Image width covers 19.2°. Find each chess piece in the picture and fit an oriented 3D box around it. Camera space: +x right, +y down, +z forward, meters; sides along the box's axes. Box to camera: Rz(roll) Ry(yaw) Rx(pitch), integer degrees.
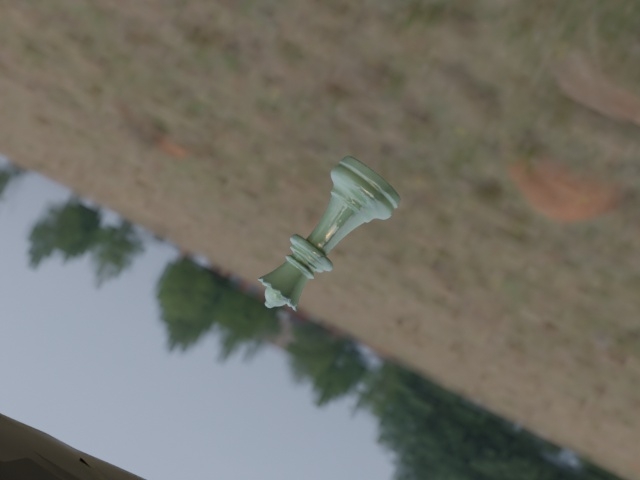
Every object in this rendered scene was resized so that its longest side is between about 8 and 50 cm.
[{"bbox_3d":[0.000,0.000,1.035,0.042,0.093,0.042,40,176,3],"label":"chess piece"}]

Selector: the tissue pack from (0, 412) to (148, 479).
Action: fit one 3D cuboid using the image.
[{"bbox_3d":[-0.024,0.244,0.587,0.416,0.264,0.253,29,-172,-31],"label":"tissue pack"}]
